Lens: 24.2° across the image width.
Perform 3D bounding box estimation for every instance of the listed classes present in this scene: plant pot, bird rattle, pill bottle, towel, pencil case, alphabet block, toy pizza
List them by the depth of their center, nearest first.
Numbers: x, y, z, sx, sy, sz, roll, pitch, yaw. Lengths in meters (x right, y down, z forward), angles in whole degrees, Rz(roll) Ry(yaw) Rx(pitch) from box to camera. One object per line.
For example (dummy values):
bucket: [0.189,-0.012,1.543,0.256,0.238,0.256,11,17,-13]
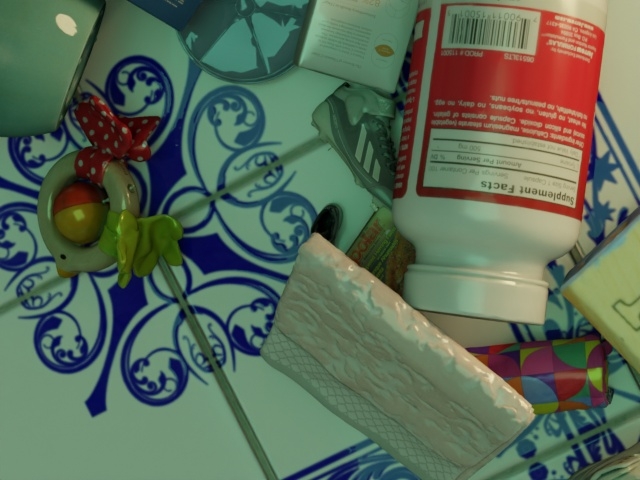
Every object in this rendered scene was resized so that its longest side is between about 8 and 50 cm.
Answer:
pill bottle: [0.208,-0.109,1.789,0.229,0.229,0.407,7,87,10]
alphabet block: [0.428,0.057,1.807,0.193,0.192,0.197,-45,84,13]
towel: [0.080,0.166,1.840,0.332,0.317,0.053,38,62,7]
pencil case: [0.255,0.175,1.898,0.236,0.104,0.104,-6,93,11]
plant pot: [-0.413,-0.264,1.904,0.235,0.293,0.293,22,99,-7]
toy pizza: [-0.095,-0.305,1.959,0.201,0.032,0.201,1,93,10]
bird rattle: [-0.299,-0.055,1.976,0.207,0.143,0.253,-23,87,28]

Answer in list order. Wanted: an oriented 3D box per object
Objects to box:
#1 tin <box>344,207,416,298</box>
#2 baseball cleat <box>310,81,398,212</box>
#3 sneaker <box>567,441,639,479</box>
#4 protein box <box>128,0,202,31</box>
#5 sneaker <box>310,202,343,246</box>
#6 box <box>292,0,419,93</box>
tin: [0.099,0.013,1.945,0.106,0.040,0.189,36,100,2]
baseball cleat: [0.073,-0.119,1.899,0.109,0.072,0.206,-45,69,12]
sneaker: [0.433,0.282,1.834,0.292,0.169,0.108,-33,86,10]
protein box: [-0.215,-0.409,1.869,0.201,0.200,0.136,-54,45,9]
sneaker: [0.000,0.000,1.945,0.038,0.069,0.098,11,96,10]
box: [0.050,-0.286,1.886,0.130,0.091,0.170,15,97,-9]
